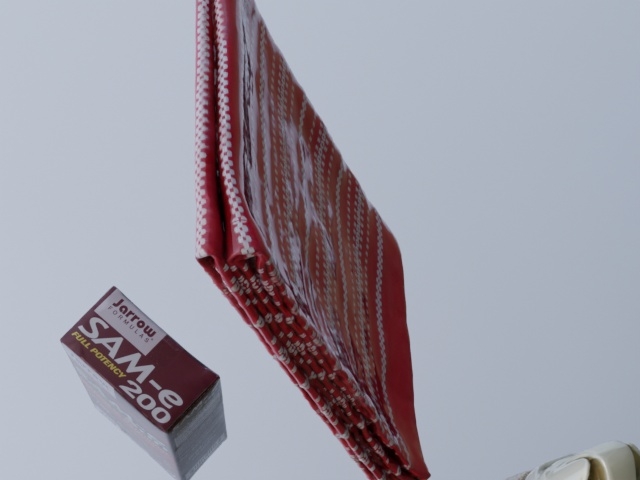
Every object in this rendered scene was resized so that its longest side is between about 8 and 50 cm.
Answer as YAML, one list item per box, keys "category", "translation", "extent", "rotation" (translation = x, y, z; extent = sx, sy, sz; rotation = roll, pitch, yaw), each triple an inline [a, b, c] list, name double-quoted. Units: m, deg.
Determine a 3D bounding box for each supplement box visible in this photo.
- category: "supplement box"
  translation: [-0.159, 0.144, 1.146]
  extent: [0.073, 0.130, 0.239]
  rotation: [-47, -14, -19]

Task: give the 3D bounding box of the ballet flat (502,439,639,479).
- category: "ballet flat"
  translation: [0.143, 0.123, 0.521]
  extent: [0.073, 0.206, 0.067]
  rotation: [-17, -71, -38]

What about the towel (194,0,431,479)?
- category: "towel"
  translation: [0.000, 0.000, 0.654]
  extent: [0.275, 0.031, 0.198]
  rotation: [58, -158, -51]
